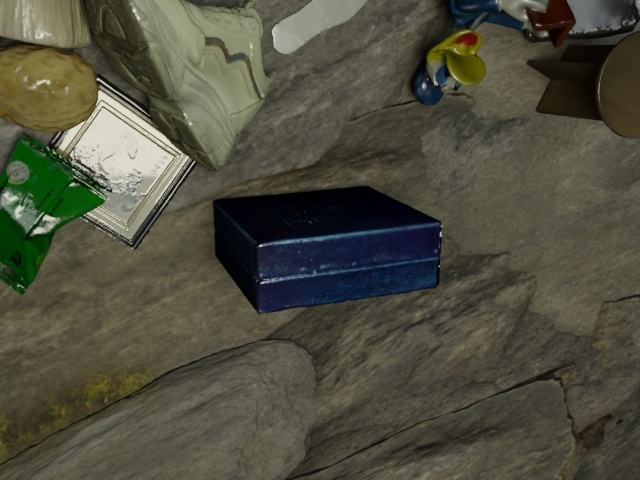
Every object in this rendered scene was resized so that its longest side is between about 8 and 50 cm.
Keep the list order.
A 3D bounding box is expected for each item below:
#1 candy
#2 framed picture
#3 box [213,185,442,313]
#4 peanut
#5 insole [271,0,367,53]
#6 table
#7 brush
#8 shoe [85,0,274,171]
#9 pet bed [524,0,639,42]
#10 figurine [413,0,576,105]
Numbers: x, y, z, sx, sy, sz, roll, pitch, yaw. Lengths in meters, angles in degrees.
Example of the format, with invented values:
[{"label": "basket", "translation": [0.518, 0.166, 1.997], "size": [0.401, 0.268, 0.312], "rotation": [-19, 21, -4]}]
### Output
[{"label": "candy", "translation": [-0.417, -0.035, 1.016], "size": [0.141, 0.078, 0.203], "rotation": [37, 94, -30]}, {"label": "framed picture", "translation": [-0.306, -0.113, 1.077], "size": [0.199, 0.010, 0.195], "rotation": [35, 90, -25]}, {"label": "box", "translation": [0.000, 0.000, 1.087], "size": [0.279, 0.261, 0.116], "rotation": [-7, 109, -19]}, {"label": "peanut", "translation": [-0.380, -0.203, 0.955], "size": [0.159, 0.140, 0.109], "rotation": [-6, 64, -21]}, {"label": "insole", "translation": [0.005, -0.362, 1.131], "size": [0.197, 0.004, 0.065], "rotation": [-38, 114, -8]}, {"label": "table", "translation": [0.465, -0.269, 1.210], "size": [0.167, 0.227, 0.167], "rotation": [-5, 106, -19]}, {"label": "brush", "translation": [-0.415, -0.352, 0.894], "size": [0.267, 0.174, 0.166], "rotation": [14, 108, -11]}, {"label": "shoe", "translation": [-0.172, -0.276, 0.985], "size": [0.210, 0.132, 0.342], "rotation": [-53, 145, -19]}, {"label": "pet bed", "translation": [0.437, -0.447, 1.200], "size": [0.183, 0.159, 0.210], "rotation": [-7, 104, -4]}, {"label": "figurine", "translation": [0.260, -0.361, 1.133], "size": [0.205, 0.284, 0.338], "rotation": [-20, 140, -58]}]
